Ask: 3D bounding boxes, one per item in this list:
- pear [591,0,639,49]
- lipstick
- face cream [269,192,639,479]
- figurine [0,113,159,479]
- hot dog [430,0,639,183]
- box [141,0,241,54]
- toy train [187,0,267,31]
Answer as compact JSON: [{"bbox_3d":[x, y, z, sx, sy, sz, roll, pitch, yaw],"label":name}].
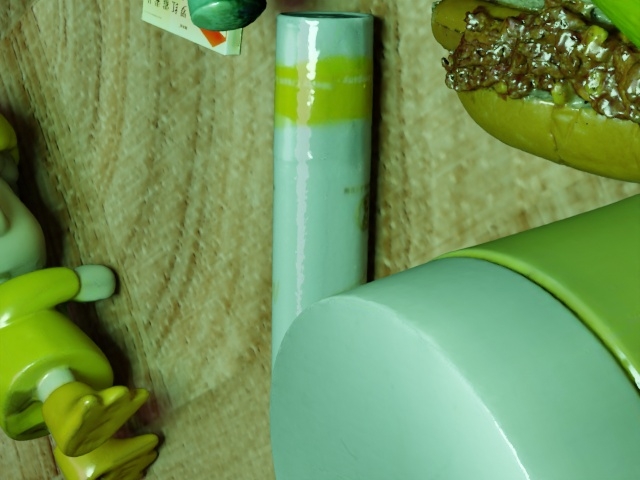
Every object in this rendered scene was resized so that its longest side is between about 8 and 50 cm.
[{"bbox_3d":[0.156,-0.229,0.424,0.399,0.165,0.399,-11,77,53],"label":"pear"},{"bbox_3d":[0.000,0.000,0.796,0.059,0.059,0.264,15,110,45],"label":"lipstick"},{"bbox_3d":[0.109,0.102,0.571,0.218,0.179,0.218,38,137,48],"label":"face cream"},{"bbox_3d":[-0.252,0.031,1.005,0.344,0.187,0.215,46,142,23],"label":"figurine"},{"bbox_3d":[0.141,-0.075,0.612,0.249,0.076,0.102,22,118,42],"label":"hot dog"},{"bbox_3d":[-0.083,-0.161,0.886,0.093,0.015,0.058,28,120,42],"label":"box"},{"bbox_3d":[-0.042,-0.274,0.747,0.194,0.120,0.298,-18,80,36],"label":"toy train"}]
